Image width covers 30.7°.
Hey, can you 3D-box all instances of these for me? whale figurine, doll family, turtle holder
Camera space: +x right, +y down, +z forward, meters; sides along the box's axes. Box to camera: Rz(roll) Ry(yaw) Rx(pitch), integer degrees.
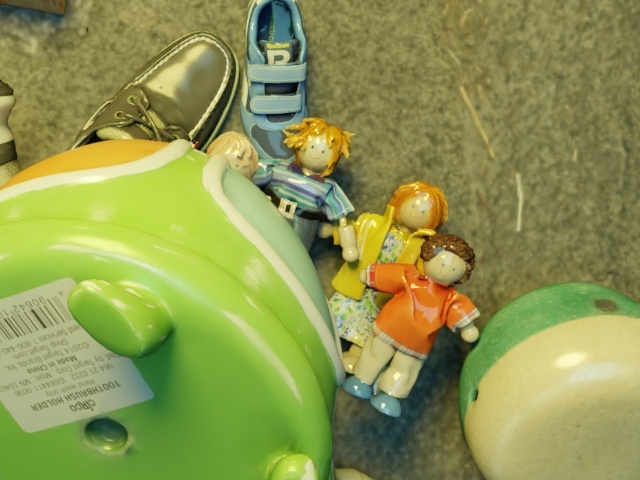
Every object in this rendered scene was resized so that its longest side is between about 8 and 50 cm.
[{"bbox_3d":[0.234,0.113,0.877,0.272,0.141,0.216,5,126,-16],"label":"whale figurine"},{"bbox_3d":[0.000,0.000,0.869,0.263,0.118,0.163,25,103,-2],"label":"doll family"},{"bbox_3d":[-0.079,0.077,0.708,0.320,0.227,0.243,33,124,-14],"label":"turtle holder"}]

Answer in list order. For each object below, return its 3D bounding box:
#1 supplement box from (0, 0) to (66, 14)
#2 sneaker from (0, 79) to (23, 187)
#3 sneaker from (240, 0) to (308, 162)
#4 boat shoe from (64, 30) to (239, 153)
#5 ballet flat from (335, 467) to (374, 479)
[{"bbox_3d":[-0.238,-0.200,0.862,0.099,0.062,0.036,9,85,-8],"label":"supplement box"},{"bbox_3d":[-0.399,0.057,0.781,0.448,0.169,0.257,-11,101,3],"label":"sneaker"},{"bbox_3d":[-0.035,-0.124,0.887,0.053,0.059,0.144,-5,92,-9],"label":"sneaker"},{"bbox_3d":[-0.139,-0.066,0.864,0.080,0.073,0.223,42,84,-5],"label":"boat shoe"},{"bbox_3d":[0.013,0.298,0.873,0.086,0.086,0.248,14,85,-7],"label":"ballet flat"}]
